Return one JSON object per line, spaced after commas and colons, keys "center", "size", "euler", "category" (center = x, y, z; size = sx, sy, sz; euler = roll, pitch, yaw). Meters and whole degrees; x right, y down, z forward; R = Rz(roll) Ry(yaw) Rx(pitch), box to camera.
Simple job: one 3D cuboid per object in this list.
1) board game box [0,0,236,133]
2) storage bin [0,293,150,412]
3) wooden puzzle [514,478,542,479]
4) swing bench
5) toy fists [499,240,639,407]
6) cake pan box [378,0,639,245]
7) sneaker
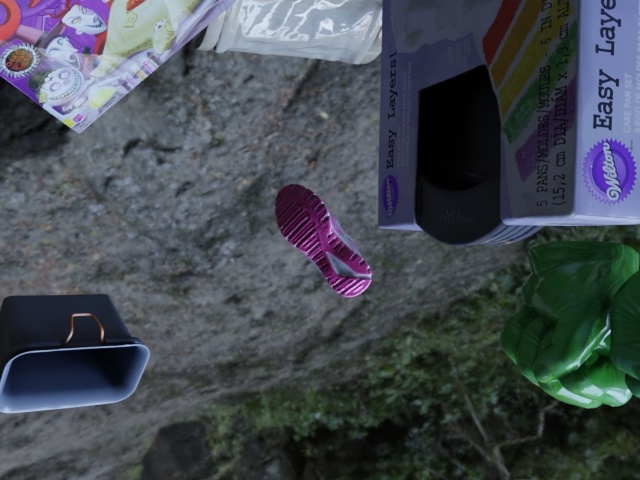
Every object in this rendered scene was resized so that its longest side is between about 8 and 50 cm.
{"center": [-0.155, -0.262, 0.693], "size": [0.347, 0.056, 0.208], "euler": [-40, 151, 2], "category": "board game box"}
{"center": [-0.247, 0.096, 0.738], "size": [0.135, 0.091, 0.098], "euler": [1, 130, -38], "category": "storage bin"}
{"center": [0.319, 0.447, 0.849], "size": [0.081, 0.347, 0.322], "euler": [27, 153, -38], "category": "wooden puzzle"}
{"center": [-0.032, -0.383, 1.035], "size": [0.254, 0.254, 0.165], "euler": [-1, 177, -20], "category": "swing bench"}
{"center": [0.253, 0.067, 0.621], "size": [0.096, 0.142, 0.279], "euler": [13, 167, -26], "category": "toy fists"}
{"center": [0.118, -0.129, 0.512], "size": [0.070, 0.266, 0.246], "euler": [2, 180, -19], "category": "cake pan box"}
{"center": [0.000, 0.000, 1.501], "size": [0.103, 0.252, 0.111], "euler": [-35, 180, 2], "category": "sneaker"}
